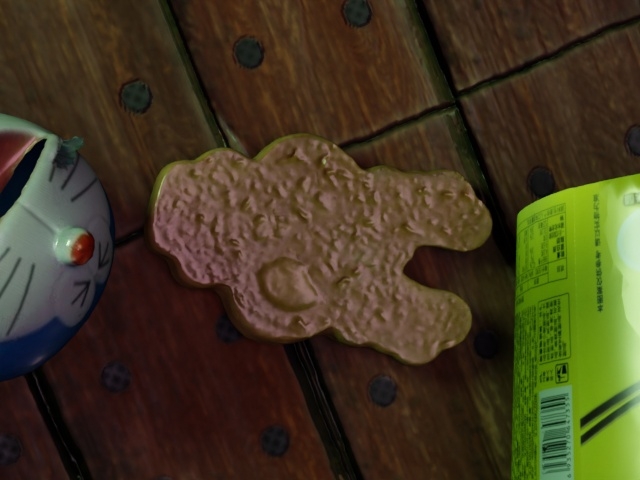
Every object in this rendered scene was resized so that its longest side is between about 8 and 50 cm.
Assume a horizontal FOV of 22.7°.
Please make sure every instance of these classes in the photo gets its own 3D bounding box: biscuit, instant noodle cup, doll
[{"bbox_3d":[-0.002,0.003,1.075,0.236,0.040,0.144,13,78,-14],"label":"biscuit"},{"bbox_3d":[0.256,0.079,1.029,0.311,0.311,0.221,-2,81,-16],"label":"instant noodle cup"},{"bbox_3d":[-0.238,-0.033,0.941,0.257,0.161,0.215,35,46,-14],"label":"doll"}]
